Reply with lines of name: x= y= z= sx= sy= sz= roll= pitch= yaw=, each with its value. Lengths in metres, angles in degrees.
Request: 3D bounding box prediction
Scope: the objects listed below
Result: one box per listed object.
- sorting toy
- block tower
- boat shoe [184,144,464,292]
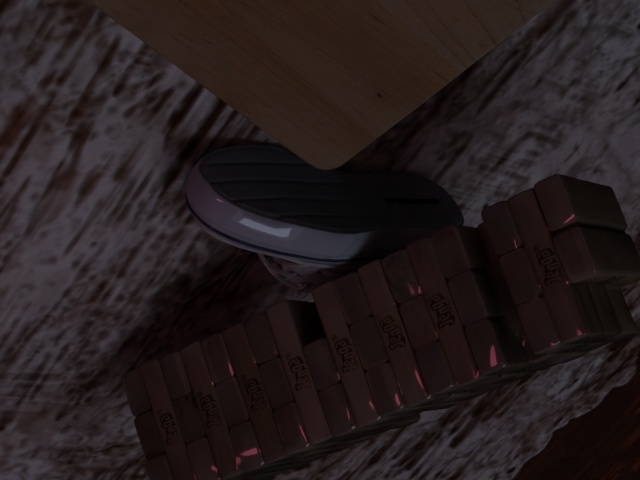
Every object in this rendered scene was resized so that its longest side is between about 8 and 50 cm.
sorting toy: x=-0.003 y=-0.189 z=0.537 sx=0.257 sy=0.089 sz=0.255 roll=36 pitch=127 yaw=-25
block tower: x=0.029 y=0.070 z=0.847 sx=0.335 sy=0.091 sz=0.097 roll=-27 pitch=163 yaw=27
boat shoe: x=0.000 y=0.000 z=0.852 sx=0.226 sy=0.083 sz=0.076 roll=7 pitch=128 yaw=-44
